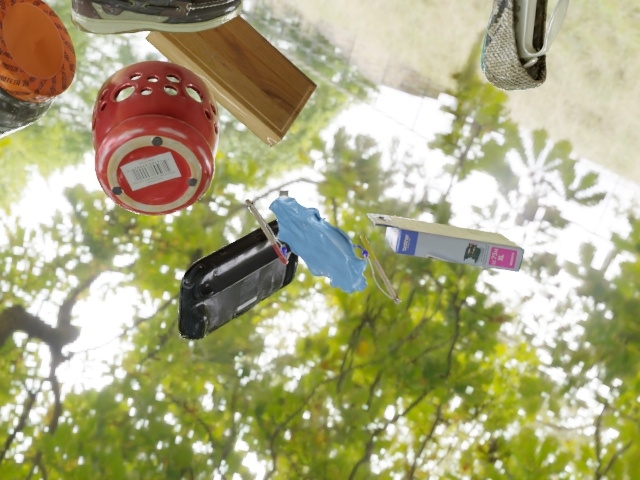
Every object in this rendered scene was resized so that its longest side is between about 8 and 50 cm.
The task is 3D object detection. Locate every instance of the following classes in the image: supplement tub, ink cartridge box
[{"bbox_3d":[-0.553,-0.246,1.386,0.338,0.207,0.207,-15,-173,29],"label":"supplement tub"},{"bbox_3d":[0.253,0.002,1.902,0.311,0.065,0.186,11,-171,-4],"label":"ink cartridge box"}]

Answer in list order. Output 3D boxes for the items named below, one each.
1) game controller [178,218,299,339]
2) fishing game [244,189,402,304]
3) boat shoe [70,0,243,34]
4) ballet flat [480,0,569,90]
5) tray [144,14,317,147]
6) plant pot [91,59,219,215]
[{"bbox_3d":[-0.144,0.066,1.672,0.067,0.166,0.319,35,-140,23],"label":"game controller"},{"bbox_3d":[0.000,0.000,1.299,0.041,0.189,0.264,-47,-145,-22],"label":"fishing game"},{"bbox_3d":[-0.205,-0.312,1.144,0.223,0.073,0.080,-10,-127,-16],"label":"boat shoe"},{"bbox_3d":[0.425,-0.539,1.799,0.164,0.483,0.182,-12,-159,-36],"label":"ballet flat"},{"bbox_3d":[-0.216,-0.447,2.263,0.411,0.076,0.203,40,-120,-18],"label":"tray"},{"bbox_3d":[-0.242,-0.141,1.323,0.191,0.191,0.174,10,-141,-18],"label":"plant pot"}]
